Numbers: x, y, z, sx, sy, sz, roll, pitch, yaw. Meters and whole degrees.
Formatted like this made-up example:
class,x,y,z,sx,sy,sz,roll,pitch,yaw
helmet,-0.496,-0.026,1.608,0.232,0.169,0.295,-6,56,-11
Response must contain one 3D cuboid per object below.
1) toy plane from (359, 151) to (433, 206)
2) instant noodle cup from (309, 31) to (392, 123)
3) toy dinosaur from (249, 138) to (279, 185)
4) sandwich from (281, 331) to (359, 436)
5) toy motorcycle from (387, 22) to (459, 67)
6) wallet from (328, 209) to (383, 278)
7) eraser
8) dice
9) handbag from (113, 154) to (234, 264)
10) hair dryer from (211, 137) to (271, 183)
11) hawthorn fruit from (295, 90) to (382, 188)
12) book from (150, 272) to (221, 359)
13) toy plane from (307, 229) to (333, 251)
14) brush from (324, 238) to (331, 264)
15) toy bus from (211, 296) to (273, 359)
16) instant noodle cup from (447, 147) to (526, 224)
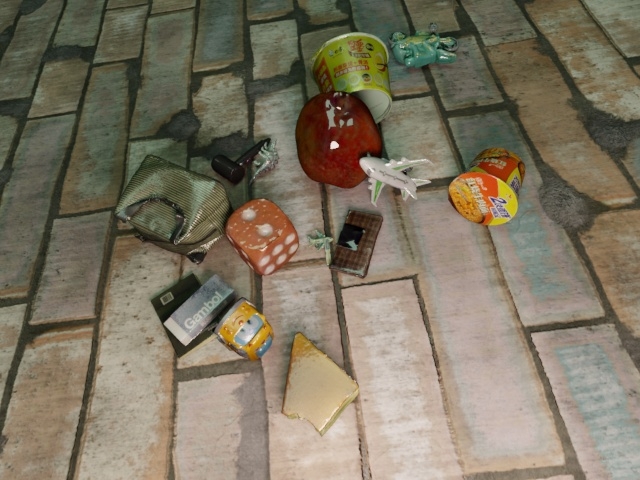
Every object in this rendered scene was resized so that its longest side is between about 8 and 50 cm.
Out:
class,x,y,z,sx,sy,sz,roll,pitch,yaw
toy plane,0.221,-0.210,1.349,0.256,0.251,0.101,23,47,-29
instant noodle cup,0.123,-0.565,1.560,0.312,0.311,0.221,-10,68,1
toy dinosaur,-0.203,-0.288,1.563,0.082,0.039,0.208,29,75,-1
sandwich,-0.036,0.382,1.117,0.220,0.108,0.186,39,70,22
toy motorcycle,0.417,-0.794,1.754,0.297,0.109,0.198,9,64,13
wallet,0.116,0.006,1.359,0.125,0.042,0.230,14,64,12
eraser,-0.355,0.203,1.266,0.092,0.046,0.212,35,69,23
dice,-0.181,-0.010,1.327,0.175,0.173,0.179,-36,61,-15
handbag,-0.469,-0.092,1.366,0.341,0.247,0.240,22,66,11
hair dryer,-0.285,-0.323,1.587,0.114,0.070,0.248,32,64,22
hawthorn fruit,0.050,-0.337,1.416,0.309,0.325,0.307,-19,53,27
book,-0.408,0.227,1.301,0.160,0.024,0.228,-33,61,-12
toy plane,0.000,0.001,1.381,0.083,0.033,0.080,-4,59,-4
brush,0.024,0.036,1.352,0.017,0.013,0.083,-3,81,-13
toy bus,-0.200,0.253,1.162,0.136,0.209,0.126,35,68,12
instant noodle cup,0.534,-0.179,1.335,0.214,0.213,0.174,26,58,20
